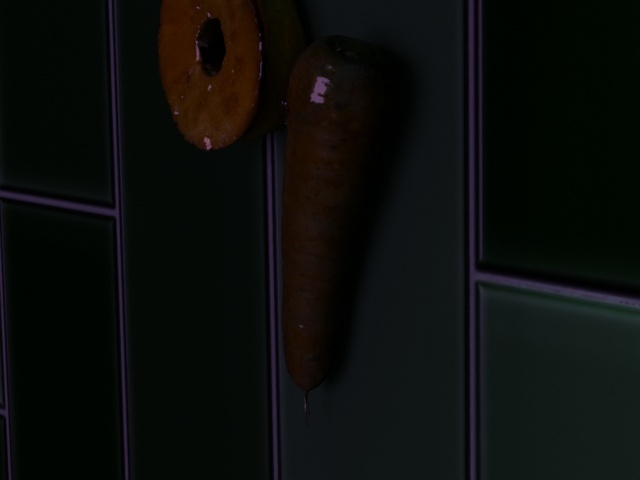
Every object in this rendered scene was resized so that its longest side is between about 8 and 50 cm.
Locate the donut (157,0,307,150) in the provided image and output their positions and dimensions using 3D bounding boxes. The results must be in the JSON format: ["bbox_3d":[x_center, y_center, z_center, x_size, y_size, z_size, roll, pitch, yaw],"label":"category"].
[{"bbox_3d":[-0.065,-0.143,1.235,0.152,0.058,0.152,10,103,51],"label":"donut"}]

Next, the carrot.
[{"bbox_3d":[0.000,0.000,1.174,0.078,0.078,0.298,34,126,44],"label":"carrot"}]
